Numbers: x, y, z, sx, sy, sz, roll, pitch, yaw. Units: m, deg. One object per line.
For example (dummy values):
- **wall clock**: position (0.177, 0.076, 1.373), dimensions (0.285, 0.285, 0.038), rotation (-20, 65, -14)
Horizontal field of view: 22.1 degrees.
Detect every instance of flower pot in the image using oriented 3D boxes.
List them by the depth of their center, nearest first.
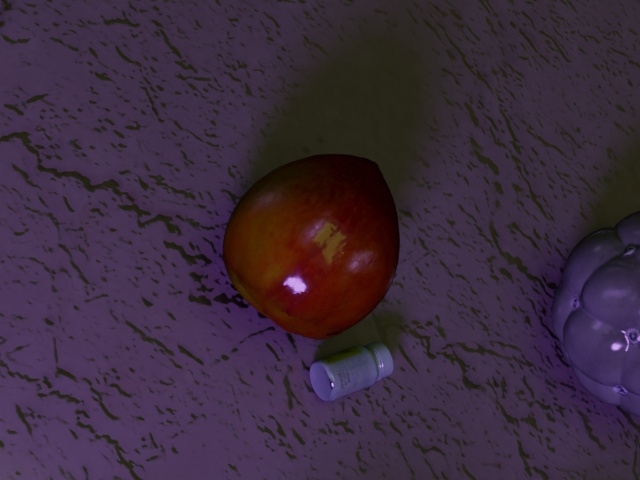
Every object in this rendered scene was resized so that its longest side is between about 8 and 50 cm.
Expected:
- **flower pot**: position (0.383, 0.083, 1.853), dimensions (0.246, 0.195, 0.246), rotation (9, 69, -24)

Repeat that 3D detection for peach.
- **peach**: position (0.000, 0.000, 1.691), dimensions (0.197, 0.197, 0.197), rotation (8, 70, -25)

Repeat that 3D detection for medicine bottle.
- **medicine bottle**: position (0.033, 0.138, 1.741), dimensions (0.083, 0.047, 0.047), rotation (-19, 83, -31)
